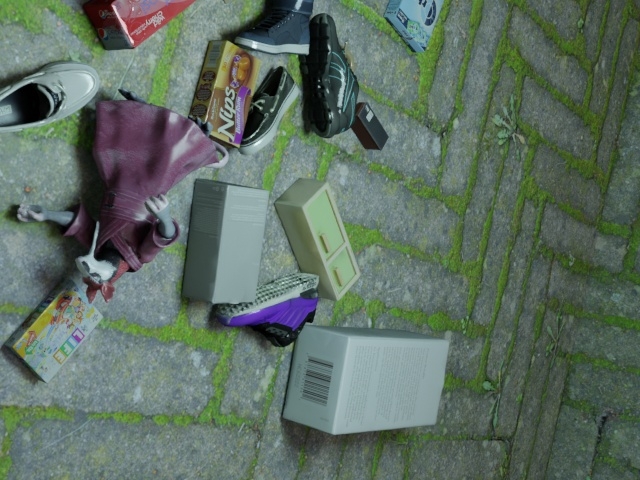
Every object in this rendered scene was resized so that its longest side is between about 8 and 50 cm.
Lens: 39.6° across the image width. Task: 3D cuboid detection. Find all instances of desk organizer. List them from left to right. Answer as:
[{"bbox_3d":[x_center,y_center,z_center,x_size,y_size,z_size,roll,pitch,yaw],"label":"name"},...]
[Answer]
[{"bbox_3d":[0.108,-0.273,2.124,0.130,0.050,0.047,51,59,-43],"label":"desk organizer"}]

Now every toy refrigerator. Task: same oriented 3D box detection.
[{"bbox_3d":[0.000,0.000,2.017,0.102,0.094,0.269,-46,131,-35],"label":"toy refrigerator"}]

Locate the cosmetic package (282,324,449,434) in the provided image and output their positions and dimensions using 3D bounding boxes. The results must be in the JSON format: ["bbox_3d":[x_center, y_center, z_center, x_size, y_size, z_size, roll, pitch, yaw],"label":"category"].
[{"bbox_3d":[0.124,0.336,2.187,0.453,0.161,0.230,11,89,-51],"label":"cosmetic package"}]

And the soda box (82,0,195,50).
[{"bbox_3d":[-0.289,-0.443,1.576,0.263,0.083,0.092,-50,133,-33],"label":"soda box"}]

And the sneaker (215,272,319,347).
[{"bbox_3d":[-0.102,0.169,1.922,0.293,0.102,0.146,-16,111,-48],"label":"sneaker"}]

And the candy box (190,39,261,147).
[{"bbox_3d":[-0.190,-0.288,1.756,0.109,0.053,0.186,22,80,-51],"label":"candy box"}]

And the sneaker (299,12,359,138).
[{"bbox_3d":[0.023,-0.362,1.949,0.106,0.101,0.267,-16,110,-38],"label":"sneaker"}]

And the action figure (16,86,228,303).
[{"bbox_3d":[-0.340,-0.064,1.556,0.276,0.248,0.370,52,53,-75],"label":"action figure"}]

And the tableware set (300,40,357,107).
[{"bbox_3d":[0.034,-0.354,2.025,0.128,0.039,0.194,36,70,-48],"label":"tableware set"}]

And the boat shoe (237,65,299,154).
[{"bbox_3d":[-0.120,-0.270,1.832,0.070,0.078,0.219,59,46,-40],"label":"boat shoe"}]

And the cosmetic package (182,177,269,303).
[{"bbox_3d":[-0.190,0.004,1.782,0.127,0.107,0.238,7,96,-51],"label":"cosmetic package"}]

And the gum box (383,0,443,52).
[{"bbox_3d":[0.240,-0.592,2.225,0.157,0.041,0.184,37,70,-48],"label":"gum box"}]

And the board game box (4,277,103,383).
[{"bbox_3d":[-0.459,0.155,1.541,0.154,0.026,0.103,-55,135,-28],"label":"board game box"}]

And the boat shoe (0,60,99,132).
[{"bbox_3d":[-0.448,-0.222,1.427,0.258,0.084,0.095,-37,125,-40],"label":"boat shoe"}]

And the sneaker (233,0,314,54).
[{"bbox_3d":[-0.091,-0.460,1.800,0.226,0.086,0.163,-21,125,-57],"label":"sneaker"}]

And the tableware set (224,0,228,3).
[{"bbox_3d":[-0.181,-0.559,1.734,0.168,0.020,0.141,-59,135,-23],"label":"tableware set"}]
